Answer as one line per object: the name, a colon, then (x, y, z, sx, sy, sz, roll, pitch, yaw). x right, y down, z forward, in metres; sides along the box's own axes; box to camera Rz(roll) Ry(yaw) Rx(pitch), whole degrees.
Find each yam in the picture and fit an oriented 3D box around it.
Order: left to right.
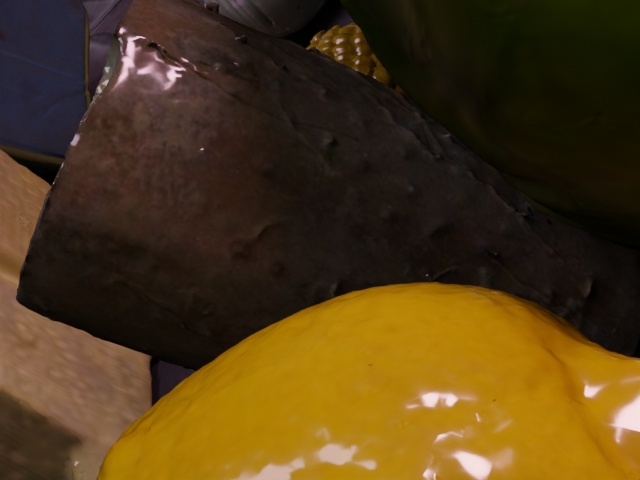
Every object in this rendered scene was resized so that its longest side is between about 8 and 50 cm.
yam: (0.000, 0.000, 0.727, 0.161, 0.268, 0.161, -55, 22, 36)

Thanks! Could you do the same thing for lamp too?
lamp: (-0.008, -0.226, 1.130, 0.193, 0.106, 0.106, -39, 32, 14)

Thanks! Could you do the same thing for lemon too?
lemon: (0.025, 0.136, 0.561, 0.288, 0.233, 0.233, -38, 33, 24)

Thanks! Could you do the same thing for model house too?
model house: (-0.279, 0.073, 1.058, 0.261, 0.266, 0.321, -40, 32, 19)

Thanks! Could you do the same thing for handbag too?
handbag: (-0.354, -0.122, 1.377, 0.241, 0.263, 0.222, -25, 66, 39)

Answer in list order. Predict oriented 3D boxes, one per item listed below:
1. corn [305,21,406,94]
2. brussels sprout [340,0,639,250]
corn: (0.016, -0.044, 0.919, 0.080, 0.080, 0.238, -34, 35, 34)
brussels sprout: (0.124, -0.165, 0.620, 0.281, 0.289, 0.354, -49, 50, 5)
